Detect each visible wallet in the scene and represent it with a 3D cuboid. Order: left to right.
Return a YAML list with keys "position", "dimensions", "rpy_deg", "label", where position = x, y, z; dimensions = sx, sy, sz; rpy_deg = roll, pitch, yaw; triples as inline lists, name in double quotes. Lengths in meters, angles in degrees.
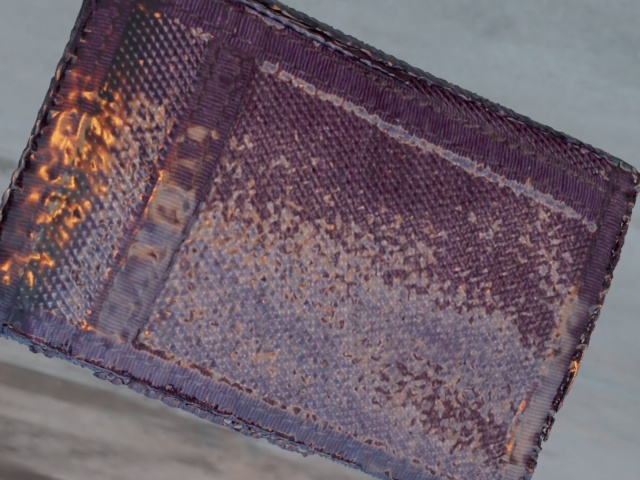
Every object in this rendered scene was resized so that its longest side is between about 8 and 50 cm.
- position: [0.000, 0.000, 0.392]
  dimensions: [0.166, 0.111, 0.030]
  rpy_deg: [23, 169, -17]
  label: "wallet"
